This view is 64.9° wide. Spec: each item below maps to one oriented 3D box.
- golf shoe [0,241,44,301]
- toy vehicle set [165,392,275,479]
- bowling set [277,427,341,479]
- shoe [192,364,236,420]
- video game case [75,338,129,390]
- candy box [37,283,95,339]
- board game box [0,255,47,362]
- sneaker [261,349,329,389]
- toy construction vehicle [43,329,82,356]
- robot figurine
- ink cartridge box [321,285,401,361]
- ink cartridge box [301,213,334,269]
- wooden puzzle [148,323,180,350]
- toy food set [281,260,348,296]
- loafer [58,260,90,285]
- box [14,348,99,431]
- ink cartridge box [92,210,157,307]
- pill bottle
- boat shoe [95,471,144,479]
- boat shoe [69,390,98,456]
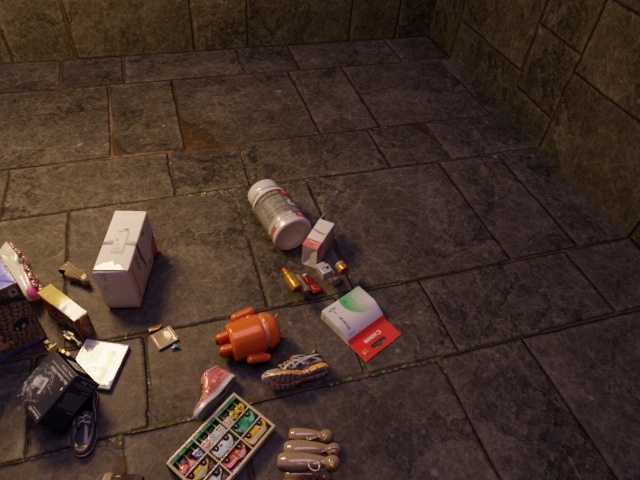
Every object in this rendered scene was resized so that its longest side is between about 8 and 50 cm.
[{"bbox_3d":[-1.059,0.130,1.729,0.140,0.115,0.306,-37,51,-22],"label":"golf shoe"},{"bbox_3d":[-0.274,0.576,1.410,0.166,0.035,0.267,30,50,22],"label":"toy vehicle set"},{"bbox_3d":[-0.021,0.619,1.327,0.154,0.287,0.199,0,88,4],"label":"bowling set"},{"bbox_3d":[-0.338,0.453,1.509,0.081,0.063,0.178,25,43,20],"label":"shoe"},{"bbox_3d":[-0.692,0.385,1.566,0.143,0.019,0.157,8,46,2],"label":"video game case"},{"bbox_3d":[-0.826,0.233,1.640,0.187,0.109,0.053,30,51,21],"label":"candy box"},{"bbox_3d":[-0.999,0.226,1.499,0.232,0.291,0.141,-31,57,-30],"label":"board game box"},{"bbox_3d":[-0.083,0.402,1.575,0.215,0.084,0.083,-6,43,-24],"label":"sneaker"},{"bbox_3d":[-0.819,0.327,1.598,0.098,0.035,0.086,31,51,23],"label":"toy construction vehicle"},{"bbox_3d":[-0.223,0.308,1.616,0.220,0.128,0.158,-17,29,-19],"label":"robot figurine"},{"bbox_3d":[0.141,0.281,1.731,0.181,0.056,0.225,-30,54,-30],"label":"ink cartridge box"},{"bbox_3d":[0.000,0.000,1.945,0.067,0.115,0.198,20,48,14],"label":"ink cartridge box"},{"bbox_3d":[-0.513,0.319,1.654,0.079,0.014,0.116,-25,53,-21],"label":"wooden puzzle"},{"bbox_3d":[-0.022,0.123,1.825,0.232,0.111,0.104,-23,52,-22],"label":"toy food set"},{"bbox_3d":[-0.870,0.126,1.781,0.148,0.056,0.050,24,48,30],"label":"loafer"},{"bbox_3d":[-0.743,0.420,1.420,0.156,0.093,0.158,25,71,35],"label":"box"},{"bbox_3d":[-0.669,0.066,1.750,0.117,0.207,0.283,1,46,-3],"label":"ink cartridge box"},{"bbox_3d":[-0.170,-0.110,2.003,0.161,0.161,0.283,-19,51,-23],"label":"pill bottle"},{"bbox_3d":[-0.472,0.719,1.186,0.130,0.132,0.355,-6,48,-11],"label":"boat shoe"},{"bbox_3d":[-0.671,0.502,1.422,0.075,0.065,0.206,-6,47,-11],"label":"boat shoe"}]
